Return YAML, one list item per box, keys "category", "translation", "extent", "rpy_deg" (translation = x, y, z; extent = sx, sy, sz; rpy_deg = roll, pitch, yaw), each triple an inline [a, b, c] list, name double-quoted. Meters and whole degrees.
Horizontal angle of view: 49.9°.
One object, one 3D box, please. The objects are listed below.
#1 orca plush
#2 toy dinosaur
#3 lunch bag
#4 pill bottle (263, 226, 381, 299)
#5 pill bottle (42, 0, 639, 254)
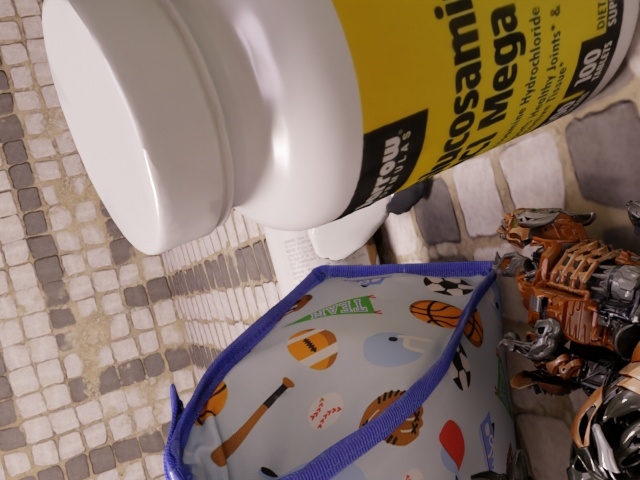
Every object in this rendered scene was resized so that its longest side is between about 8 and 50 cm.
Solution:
- category: "orca plush"
  translation: [0.038, -0.123, 0.733]
  extent: [0.102, 0.151, 0.287]
  rpy_deg: [-79, -13, -60]
- category: "toy dinosaur"
  translation: [0.205, 0.104, 0.432]
  extent: [0.322, 0.164, 0.218]
  rpy_deg: [-101, 24, -60]
- category: "lunch bag"
  translation: [0.027, 0.226, 0.570]
  extent: [0.238, 0.385, 0.328]
  rpy_deg: [-5, 108, 23]
- category: "pill bottle"
  translation: [0.000, 0.000, 0.861]
  extent: [0.131, 0.131, 0.229]
  rpy_deg: [-15, 91, 68]
- category: "pill bottle"
  translation: [0.020, -0.119, 0.427]
  extent: [0.188, 0.334, 0.188]
  rpy_deg: [43, 147, 37]
